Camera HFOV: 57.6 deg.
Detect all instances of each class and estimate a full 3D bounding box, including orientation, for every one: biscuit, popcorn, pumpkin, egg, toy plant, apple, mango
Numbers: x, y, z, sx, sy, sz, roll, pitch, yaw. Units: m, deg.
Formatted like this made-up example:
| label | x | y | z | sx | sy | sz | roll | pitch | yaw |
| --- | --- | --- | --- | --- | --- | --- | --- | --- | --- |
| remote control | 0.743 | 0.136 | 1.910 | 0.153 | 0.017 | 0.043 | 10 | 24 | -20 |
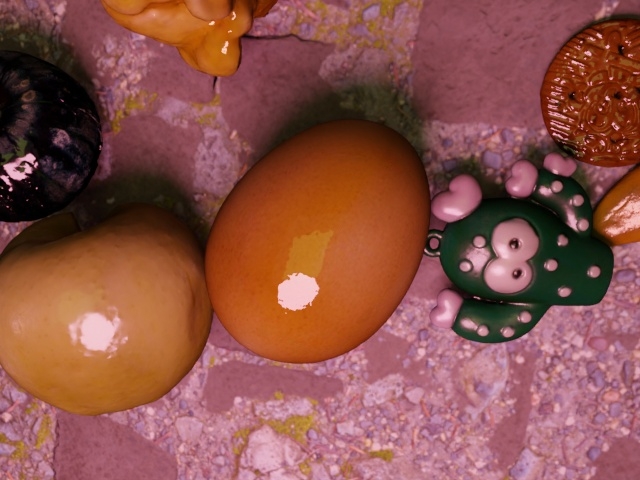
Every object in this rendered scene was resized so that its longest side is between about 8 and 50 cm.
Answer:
| label | x | y | z | sx | sy | sz | roll | pitch | yaw |
| --- | --- | --- | --- | --- | --- | --- | --- | --- | --- |
| biscuit | 0.379 | -0.187 | 0.746 | 0.187 | 0.027 | 0.188 | 2 | 101 | 8 |
| popcorn | -0.150 | -0.372 | 0.667 | 0.280 | 0.315 | 0.298 | -3 | 72 | 29 |
| pumpkin | -0.416 | -0.138 | 0.790 | 0.232 | 0.163 | 0.233 | -1 | 77 | 5 |
| egg | 0.000 | 0.000 | 0.723 | 0.250 | 0.250 | 0.323 | 36 | 94 | 1 |
| toy plant | 0.248 | 0.016 | 0.758 | 0.243 | 0.112 | 0.233 | -14 | 99 | 6 |
| apple | -0.284 | 0.086 | 0.780 | 0.291 | 0.292 | 0.254 | -9 | 106 | 10 |
| mango | 0.431 | -0.052 | 0.747 | 0.187 | 0.066 | 0.101 | -32 | 93 | 21 |
